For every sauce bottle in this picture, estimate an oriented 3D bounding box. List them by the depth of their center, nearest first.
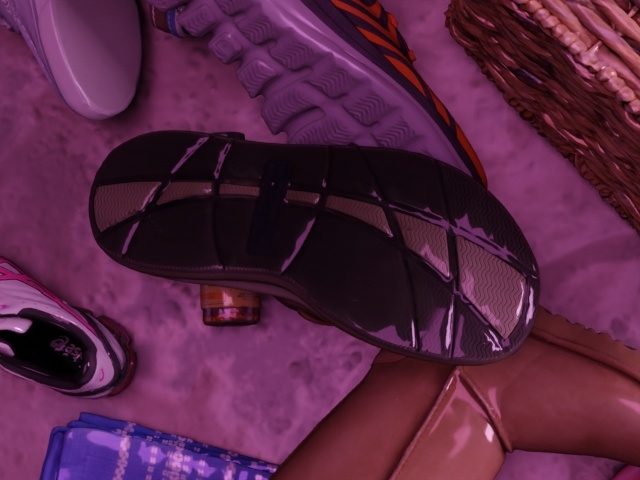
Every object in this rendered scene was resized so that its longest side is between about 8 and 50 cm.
[{"bbox_3d":[-0.061,-0.007,1.236,0.042,0.042,0.128,-4,82,7],"label":"sauce bottle"}]

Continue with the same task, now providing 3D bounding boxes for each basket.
[{"bbox_3d":[0.244,-0.123,1.119,0.213,0.223,0.299,-44,84,-4],"label":"basket"}]

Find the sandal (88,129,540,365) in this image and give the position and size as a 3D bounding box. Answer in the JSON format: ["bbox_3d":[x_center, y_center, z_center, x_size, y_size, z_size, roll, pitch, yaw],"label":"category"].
[{"bbox_3d":[-0.001,-0.002,1.171,0.303,0.086,0.120,16,78,24],"label":"sandal"}]

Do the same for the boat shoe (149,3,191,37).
[{"bbox_3d":[-0.106,-0.223,1.255,0.066,0.066,0.183,0,75,13],"label":"boat shoe"}]

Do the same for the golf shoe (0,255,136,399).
[{"bbox_3d":[-0.212,0.047,1.228,0.186,0.086,0.067,22,89,10],"label":"golf shoe"}]

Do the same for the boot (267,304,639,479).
[{"bbox_3d":[0.084,0.168,1.141,0.236,0.089,0.269,27,73,30],"label":"boot"}]

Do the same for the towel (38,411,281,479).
[{"bbox_3d":[-0.040,0.265,1.208,0.336,0.040,0.243,13,87,8],"label":"towel"}]

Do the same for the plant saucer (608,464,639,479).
[{"bbox_3d":[0.298,0.264,1.142,0.332,0.084,0.332,-1,84,8],"label":"plant saucer"}]

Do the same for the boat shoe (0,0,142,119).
[{"bbox_3d":[-0.186,-0.180,1.257,0.081,0.079,0.227,-25,77,40],"label":"boat shoe"}]

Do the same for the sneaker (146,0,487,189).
[{"bbox_3d":[0.019,-0.161,1.197,0.321,0.125,0.180,47,54,-17],"label":"sneaker"}]
